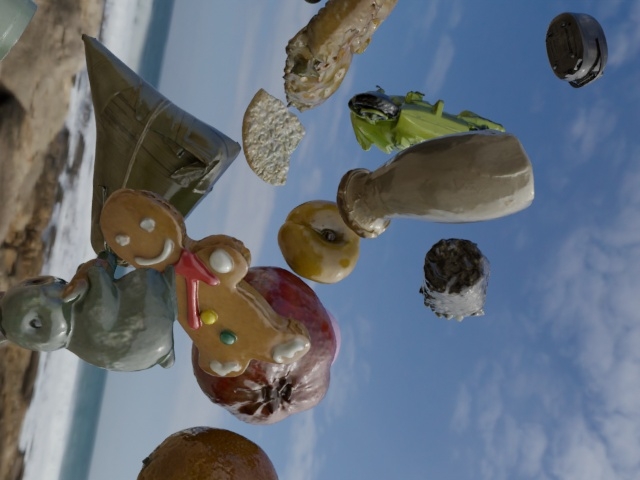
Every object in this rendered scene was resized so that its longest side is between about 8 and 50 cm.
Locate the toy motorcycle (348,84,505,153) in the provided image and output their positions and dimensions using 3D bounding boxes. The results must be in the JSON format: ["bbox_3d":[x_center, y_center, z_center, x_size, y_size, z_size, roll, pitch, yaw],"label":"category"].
[{"bbox_3d":[0.198,-0.223,1.454,0.206,0.342,0.142,-144,-109,-70],"label":"toy motorcycle"}]

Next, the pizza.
[{"bbox_3d":[0.059,-0.356,1.153,0.435,0.080,0.392,-51,-179,22],"label":"pizza"}]

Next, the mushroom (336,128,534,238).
[{"bbox_3d":[0.155,-0.077,0.997,0.350,0.128,0.128,-13,-114,51],"label":"mushroom"}]

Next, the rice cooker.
[{"bbox_3d":[0.560,-0.421,1.582,0.112,0.106,0.165,-33,-121,59],"label":"rice cooker"}]

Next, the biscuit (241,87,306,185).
[{"bbox_3d":[-0.122,-0.266,1.862,0.040,0.188,0.265,23,-53,48],"label":"biscuit"}]

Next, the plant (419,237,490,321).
[{"bbox_3d":[0.258,0.075,1.374,0.194,0.129,0.132,68,35,-66],"label":"plant"}]

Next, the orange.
[{"bbox_3d":[-0.190,0.437,1.195,0.264,0.264,0.264,-170,-90,-76],"label":"orange"}]

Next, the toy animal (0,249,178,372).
[{"bbox_3d":[-0.289,0.085,0.813,0.127,0.251,0.125,-115,-148,-44],"label":"toy animal"}]

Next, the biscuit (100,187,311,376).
[{"bbox_3d":[-0.178,0.070,0.992,0.216,0.339,0.047,-20,-150,25],"label":"biscuit"}]

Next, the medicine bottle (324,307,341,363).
[{"bbox_3d":[-0.091,0.210,1.648,0.316,0.202,0.202,35,60,-65],"label":"medicine bottle"}]

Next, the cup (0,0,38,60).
[{"bbox_3d":[-0.376,-0.260,0.748,0.120,0.141,0.120,-33,-139,35],"label":"cup"}]

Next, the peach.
[{"bbox_3d":[0.000,0.000,1.450,0.103,0.179,0.179,130,-33,-57],"label":"peach"}]

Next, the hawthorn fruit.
[{"bbox_3d":[-0.115,0.168,1.347,0.330,0.287,0.287,-113,-145,-47],"label":"hawthorn fruit"}]

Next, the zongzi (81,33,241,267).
[{"bbox_3d":[-0.429,-0.126,1.460,0.447,0.418,0.181,-50,177,14],"label":"zongzi"}]

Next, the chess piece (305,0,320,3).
[{"bbox_3d":[-0.003,-0.430,1.192,0.042,0.042,0.093,115,-2,-45],"label":"chess piece"}]
